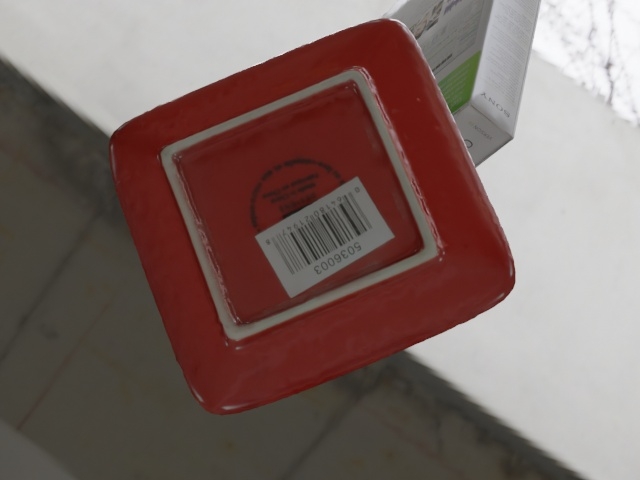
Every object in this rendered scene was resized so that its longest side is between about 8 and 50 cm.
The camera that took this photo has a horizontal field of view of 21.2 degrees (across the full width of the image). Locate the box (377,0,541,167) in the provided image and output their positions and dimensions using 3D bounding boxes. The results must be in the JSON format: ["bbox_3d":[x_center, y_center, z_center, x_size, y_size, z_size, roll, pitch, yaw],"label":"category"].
[{"bbox_3d":[0.101,-0.148,1.549,0.058,0.322,0.232,37,-48,-17],"label":"box"}]

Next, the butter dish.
[{"bbox_3d":[0.000,0.000,0.827,0.160,0.118,0.159,-23,-112,2],"label":"butter dish"}]
